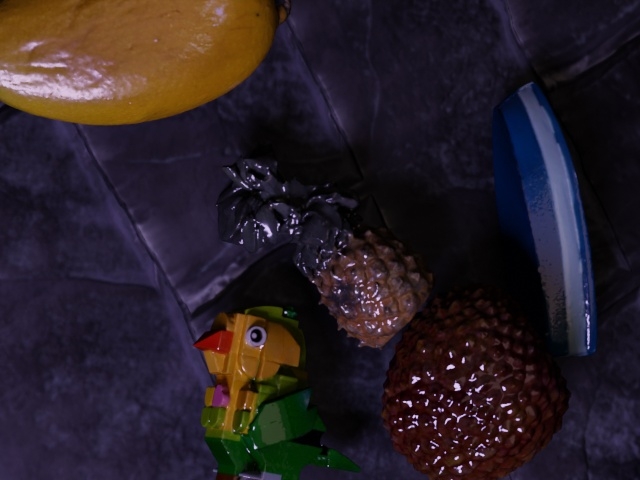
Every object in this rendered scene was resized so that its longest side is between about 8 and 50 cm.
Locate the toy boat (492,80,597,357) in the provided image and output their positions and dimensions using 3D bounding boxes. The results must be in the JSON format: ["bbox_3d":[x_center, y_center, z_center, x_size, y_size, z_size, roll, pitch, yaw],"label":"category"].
[{"bbox_3d":[0.232,-0.021,1.201,0.062,0.096,0.299,-8,87,-14],"label":"toy boat"}]

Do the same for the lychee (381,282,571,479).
[{"bbox_3d":[0.144,0.148,1.112,0.188,0.188,0.188,2,85,-22],"label":"lychee"}]

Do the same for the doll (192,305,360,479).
[{"bbox_3d":[-0.049,0.151,1.062,0.134,0.106,0.186,-16,92,-29],"label":"doll"}]

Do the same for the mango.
[{"bbox_3d":[-0.174,-0.196,1.031,0.317,0.119,0.176,-18,101,-18],"label":"mango"}]

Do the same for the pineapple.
[{"bbox_3d":[0.000,0.000,1.099,0.237,0.111,0.119,42,40,-5],"label":"pineapple"}]
